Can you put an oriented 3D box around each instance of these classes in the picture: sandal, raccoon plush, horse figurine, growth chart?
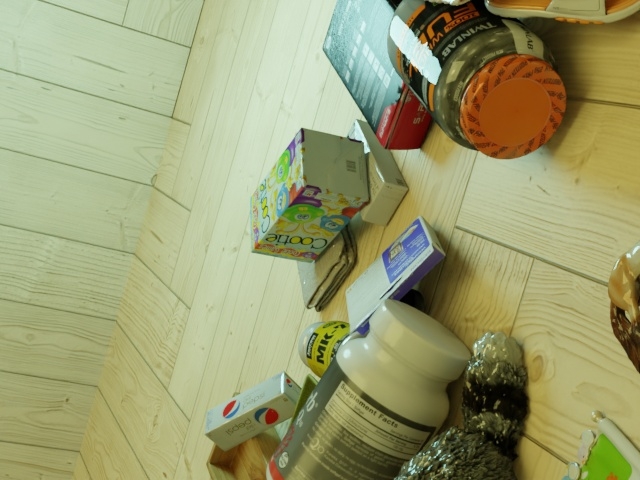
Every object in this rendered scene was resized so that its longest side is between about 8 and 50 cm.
[{"bbox_3d":[0.355,-0.376,1.526,0.265,0.076,0.102,6,57,33],"label":"sandal"},{"bbox_3d":[0.124,0.339,1.517,0.216,0.299,0.446,-35,46,55],"label":"raccoon plush"},{"bbox_3d":[0.434,0.038,1.301,0.263,0.066,0.174,-62,34,23],"label":"horse figurine"},{"bbox_3d":[0.115,0.123,1.939,0.254,0.054,0.097,17,93,65],"label":"sandal"},{"bbox_3d":[0.355,0.356,1.353,0.172,0.021,0.237,41,114,64],"label":"growth chart"}]

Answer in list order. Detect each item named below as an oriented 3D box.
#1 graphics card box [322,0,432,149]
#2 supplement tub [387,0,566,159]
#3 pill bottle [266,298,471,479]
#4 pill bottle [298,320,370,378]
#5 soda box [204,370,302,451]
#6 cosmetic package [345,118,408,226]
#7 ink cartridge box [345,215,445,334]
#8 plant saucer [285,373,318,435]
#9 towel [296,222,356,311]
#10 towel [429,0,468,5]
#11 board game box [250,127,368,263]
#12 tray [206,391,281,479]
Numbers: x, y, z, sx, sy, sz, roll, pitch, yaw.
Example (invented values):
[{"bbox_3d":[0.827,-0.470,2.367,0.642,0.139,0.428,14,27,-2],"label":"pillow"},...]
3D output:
[{"bbox_3d":[0.127,-0.375,2.040,0.371,0.094,0.233,-118,36,-44],"label":"graphics card box"},{"bbox_3d":[0.250,-0.279,1.684,0.207,0.207,0.338,-65,27,23],"label":"supplement tub"},{"bbox_3d":[0.082,0.292,1.712,0.363,0.210,0.210,-59,28,12],"label":"pill bottle"},{"bbox_3d":[0.043,0.215,1.968,0.208,0.119,0.119,6,83,65],"label":"pill bottle"},{"bbox_3d":[-0.142,0.365,2.217,0.216,0.074,0.069,-30,33,21],"label":"soda box"},{"bbox_3d":[0.100,-0.140,2.103,0.099,0.060,0.239,-62,28,29],"label":"cosmetic package"},{"bbox_3d":[0.128,0.068,1.811,0.206,0.045,0.208,-46,12,13],"label":"ink cartridge box"},{"bbox_3d":[-0.004,0.387,2.065,0.188,0.045,0.188,40,113,62],"label":"plant saucer"},{"bbox_3d":[0.000,0.000,2.256,0.187,0.049,0.282,-57,31,35],"label":"towel"},{"bbox_3d":[0.271,-0.484,1.699,0.053,0.317,0.332,66,168,-24],"label":"towel"},{"bbox_3d":[-0.030,-0.085,2.116,0.275,0.142,0.144,131,143,-51],"label":"board game box"},{"bbox_3d":[-0.140,0.525,2.249,0.203,0.076,0.411,-68,25,17],"label":"tray"}]
